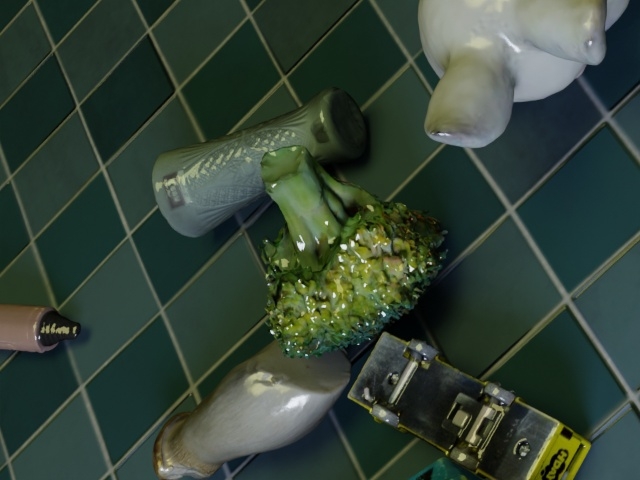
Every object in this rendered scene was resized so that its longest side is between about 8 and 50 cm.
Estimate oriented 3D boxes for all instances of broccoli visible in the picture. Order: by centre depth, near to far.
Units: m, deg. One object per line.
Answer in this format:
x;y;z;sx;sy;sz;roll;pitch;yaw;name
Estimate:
0.000;0.000;1.654;0.194;0.194;0.220;-16;35;39;broccoli

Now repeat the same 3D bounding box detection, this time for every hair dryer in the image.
-0.391;0.083;2.108;0.344;0.107;0.189;2;65;36;hair dryer

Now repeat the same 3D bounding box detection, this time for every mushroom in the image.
-0.068;0.165;1.724;0.225;0.093;0.116;-44;15;29;mushroom

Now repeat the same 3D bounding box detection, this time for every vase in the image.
-0.059;-0.083;1.863;0.219;0.096;0.096;-22;52;31;vase

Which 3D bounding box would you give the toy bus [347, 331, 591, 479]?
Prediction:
0.121;0.146;1.548;0.226;0.074;0.081;23;84;49;toy bus

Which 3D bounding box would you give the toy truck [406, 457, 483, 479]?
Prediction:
0.067;0.315;1.443;0.279;0.155;0.156;-49;32;11;toy truck

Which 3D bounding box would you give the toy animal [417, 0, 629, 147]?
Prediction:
0.146;-0.232;1.630;0.196;0.241;0.368;-40;43;23;toy animal
